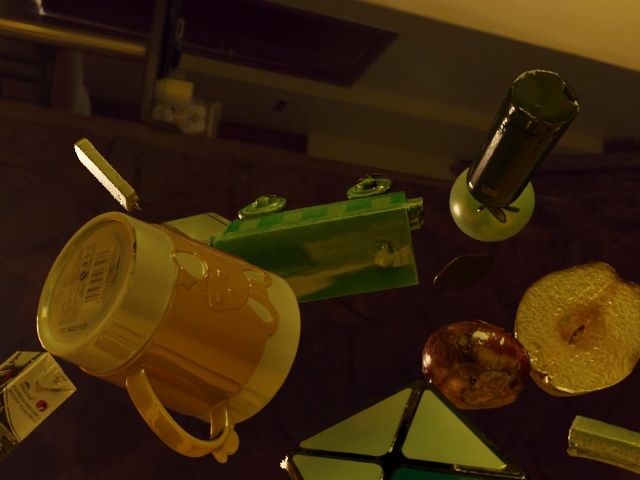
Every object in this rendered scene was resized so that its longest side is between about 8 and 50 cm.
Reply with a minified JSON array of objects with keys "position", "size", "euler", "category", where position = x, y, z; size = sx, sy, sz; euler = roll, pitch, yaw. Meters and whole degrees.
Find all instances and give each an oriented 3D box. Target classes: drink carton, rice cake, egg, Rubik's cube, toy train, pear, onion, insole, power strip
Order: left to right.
[{"position":[-0.581,0.308,1.143],"size":[0.134,0.101,0.222],"euler":[-10,-154,41],"category":"drink carton"},{"position":[-0.489,-0.145,1.444],"size":[0.227,0.029,0.080],"euler":[45,-26,10],"category":"power strip"},{"position":[0.000,0.000,0.873],"size":[0.202,0.301,0.120],"euler":[-78,157,-69],"category":"toy train"},{"position":[0.123,0.376,0.824],"size":[0.246,0.250,0.248],"euler":[40,-30,60],"category":"Rubik's cube"},{"position":[0.308,0.066,1.321],"size":[0.007,0.328,0.111],"euler":[47,-73,23],"category":"insole"},{"position":[0.360,0.278,1.459],"size":[0.252,0.252,0.219],"euler":[116,-1,-46],"category":"onion"},{"position":[0.461,-0.107,1.694],"size":[0.270,0.220,0.220],"euler":[-14,118,-65],"category":"egg"},{"position":[0.728,0.260,1.796],"size":[0.386,0.340,0.191],"euler":[-44,160,-7],"category":"pear"},{"position":[0.598,0.377,1.067],"size":[0.336,0.066,0.062],"euler":[8,-72,34],"category":"rice cake"}]

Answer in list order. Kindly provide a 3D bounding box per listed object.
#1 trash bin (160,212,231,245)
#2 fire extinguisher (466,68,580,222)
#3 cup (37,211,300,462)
[{"position":[-0.244,-0.009,1.289],"size":[0.116,0.130,0.059],"euler":[27,-63,32],"category":"trash bin"},{"position":[0.296,-0.124,0.967],"size":[0.095,0.114,0.311],"euler":[-52,169,-21],"category":"fire extinguisher"},{"position":[-0.147,0.101,0.638],"size":[0.185,0.226,0.241],"euler":[-35,-133,19],"category":"cup"}]
